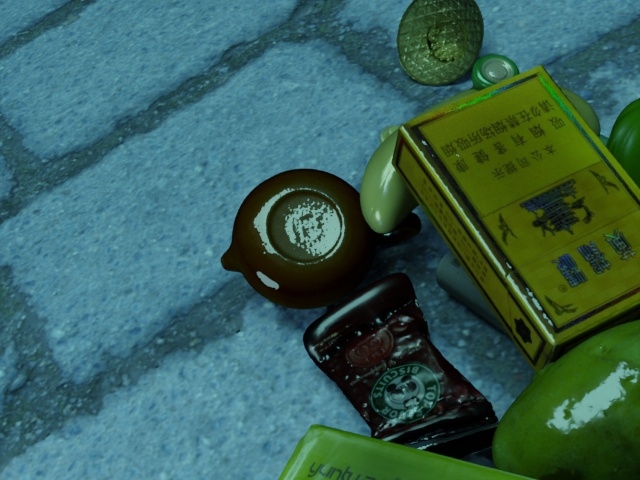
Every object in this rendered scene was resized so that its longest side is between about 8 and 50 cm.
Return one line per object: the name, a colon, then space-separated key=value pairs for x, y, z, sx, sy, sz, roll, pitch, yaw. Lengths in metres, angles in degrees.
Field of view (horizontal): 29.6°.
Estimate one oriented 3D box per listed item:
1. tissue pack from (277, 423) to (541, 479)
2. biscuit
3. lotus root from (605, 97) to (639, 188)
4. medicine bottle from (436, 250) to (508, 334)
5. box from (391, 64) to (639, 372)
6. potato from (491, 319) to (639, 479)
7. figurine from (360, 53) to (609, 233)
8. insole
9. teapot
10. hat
tissue pack: x=0.105 y=0.296 z=1.059 sx=0.274 sy=0.200 sz=0.167 roll=10 pitch=53 yaw=35
biscuit: x=0.079 y=0.148 z=1.340 sx=0.151 sy=0.063 sz=0.235 roll=-29 pitch=42 yaw=-2
lotus root: x=0.392 y=-0.105 z=1.366 sx=0.186 sy=0.186 sz=0.186 roll=-15 pitch=41 yaw=13
medicine bottle: x=0.211 y=0.072 z=1.357 sx=0.057 sy=0.058 sz=0.199 roll=-39 pitch=41 yaw=-15
box: x=0.237 y=-0.028 z=1.310 sx=0.192 sy=0.084 sz=0.301 roll=-25 pitch=65 yaw=-16
potato: x=0.276 y=0.168 z=1.116 sx=0.253 sy=0.186 sz=0.148 roll=-20 pitch=60 yaw=-10
figurine: x=0.197 y=-0.084 z=1.456 sx=0.324 sy=0.124 sz=0.222 roll=-28 pitch=66 yaw=-21
insole: x=0.164 y=0.194 z=1.217 sx=0.309 sy=0.110 sz=0.012 roll=-21 pitch=66 yaw=0
teapot: x=0.000 y=0.000 z=1.508 sx=0.252 sy=0.135 sz=0.178 roll=-8 pitch=75 yaw=-6
hat: x=0.189 y=-0.292 z=1.768 sx=0.146 sy=0.067 sz=0.146 roll=-2 pitch=86 yaw=35
